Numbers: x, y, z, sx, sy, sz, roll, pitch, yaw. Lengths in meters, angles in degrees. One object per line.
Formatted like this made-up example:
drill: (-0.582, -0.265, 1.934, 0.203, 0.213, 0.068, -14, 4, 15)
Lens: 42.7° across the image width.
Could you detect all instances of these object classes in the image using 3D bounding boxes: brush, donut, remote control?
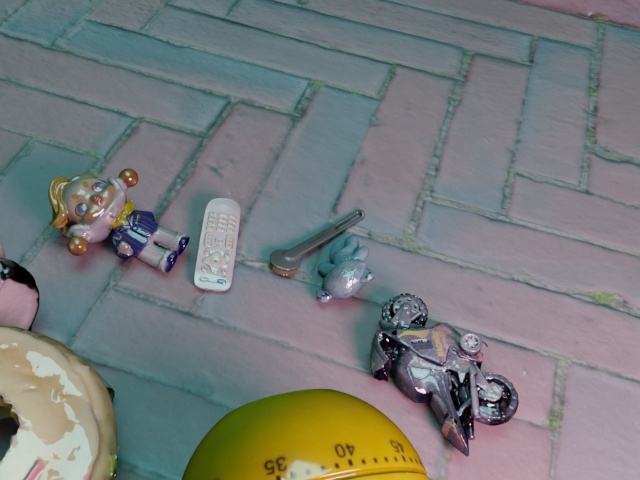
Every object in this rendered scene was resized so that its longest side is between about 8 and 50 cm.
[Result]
brush: (0.000, 0.000, 1.661, 0.062, 0.027, 0.266, 37, 47, 26)
donut: (-0.450, 0.296, 1.179, 0.307, 0.150, 0.371, -4, 54, -19)
remote control: (-0.202, 0.007, 1.610, 0.073, 0.044, 0.229, 8, 52, -8)

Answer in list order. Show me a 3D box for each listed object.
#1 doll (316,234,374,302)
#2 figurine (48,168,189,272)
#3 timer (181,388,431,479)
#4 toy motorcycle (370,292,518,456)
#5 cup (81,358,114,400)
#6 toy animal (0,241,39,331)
doll: (0.053, 0.058, 1.583, 0.120, 0.075, 0.180, -28, 19, 17)
figurine: (-0.386, -0.042, 1.580, 0.274, 0.133, 0.193, 9, 67, -7)
timer: (-0.013, 0.397, 1.044, 0.376, 0.376, 0.387, -8, 63, -15)
toy motorcycle: (0.191, 0.221, 1.407, 0.173, 0.108, 0.307, -32, 57, -22)
cup: (-0.388, 0.245, 1.343, 0.083, 0.075, 0.054, 38, 15, 31)
toy animal: (-0.607, 0.076, 1.393, 0.235, 0.165, 0.187, 38, 69, 25)
